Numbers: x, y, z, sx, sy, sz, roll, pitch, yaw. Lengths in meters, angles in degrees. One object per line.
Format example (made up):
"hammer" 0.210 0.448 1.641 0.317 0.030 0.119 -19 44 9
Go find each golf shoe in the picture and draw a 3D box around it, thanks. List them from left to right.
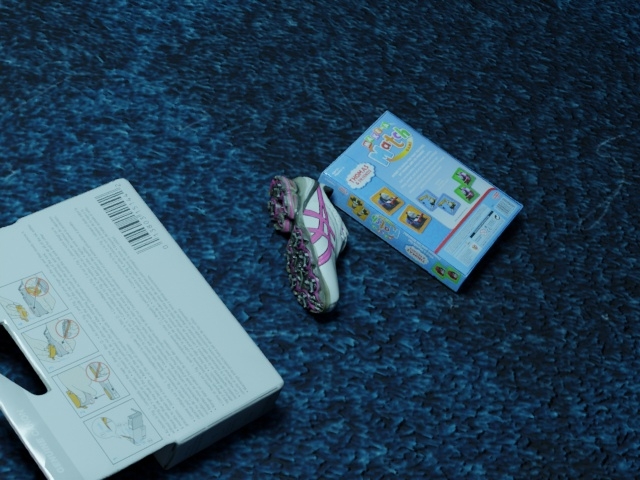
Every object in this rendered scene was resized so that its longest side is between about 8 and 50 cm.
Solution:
"golf shoe" 0.000 0.000 1.364 0.086 0.067 0.186 1 52 -23

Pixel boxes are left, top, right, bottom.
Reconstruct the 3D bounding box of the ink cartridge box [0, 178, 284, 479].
"ink cartridge box" -0.225 0.097 1.196 0.261 0.066 0.296 -25 65 -35

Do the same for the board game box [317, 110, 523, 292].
"board game box" 0.122 -0.052 1.474 0.211 0.039 0.160 37 49 9
